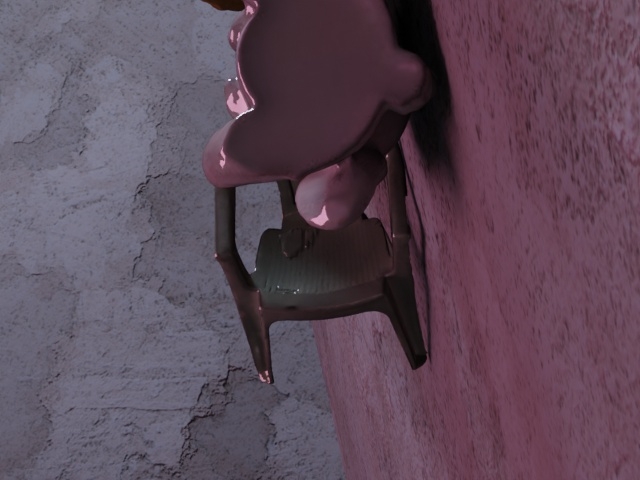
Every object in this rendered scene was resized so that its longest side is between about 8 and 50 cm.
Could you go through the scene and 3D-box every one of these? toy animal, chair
[{"bbox_3d":[0.007,-0.134,1.462,0.265,0.206,0.271,59,-146,-79],"label":"toy animal"},{"bbox_3d":[0.000,0.000,1.724,0.274,0.203,0.190,77,-170,-53],"label":"chair"}]

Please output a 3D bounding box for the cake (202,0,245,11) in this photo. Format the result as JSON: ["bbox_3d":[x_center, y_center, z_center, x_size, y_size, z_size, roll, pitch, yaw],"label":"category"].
[{"bbox_3d":[-0.124,-0.471,1.866,0.321,0.332,0.332,-58,23,20],"label":"cake"}]
